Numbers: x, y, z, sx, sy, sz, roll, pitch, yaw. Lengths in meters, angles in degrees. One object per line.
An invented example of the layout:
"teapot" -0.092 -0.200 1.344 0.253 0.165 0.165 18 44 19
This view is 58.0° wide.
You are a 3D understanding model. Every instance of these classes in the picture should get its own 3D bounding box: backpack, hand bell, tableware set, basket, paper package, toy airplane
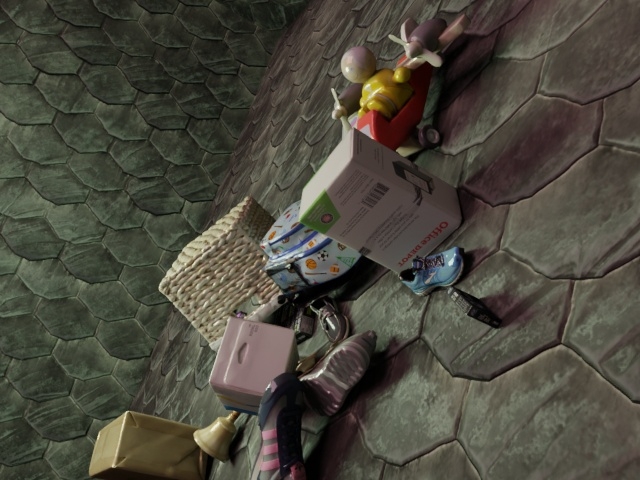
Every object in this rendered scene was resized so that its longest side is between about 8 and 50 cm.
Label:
"backpack" 0.000 0.000 1.458 0.263 0.213 0.276 -14 34 38
"hand bell" -0.247 0.504 1.689 0.242 0.126 0.126 -53 22 0
"tableware set" -0.011 0.284 1.329 0.020 0.141 0.169 50 140 20
"basket" -0.245 0.082 1.704 0.328 0.266 0.331 -38 14 14
"paper package" -0.544 0.687 1.860 0.325 0.309 0.168 -39 37 49
"toy airplane" 0.180 -0.408 1.425 0.386 0.272 0.384 -57 22 21

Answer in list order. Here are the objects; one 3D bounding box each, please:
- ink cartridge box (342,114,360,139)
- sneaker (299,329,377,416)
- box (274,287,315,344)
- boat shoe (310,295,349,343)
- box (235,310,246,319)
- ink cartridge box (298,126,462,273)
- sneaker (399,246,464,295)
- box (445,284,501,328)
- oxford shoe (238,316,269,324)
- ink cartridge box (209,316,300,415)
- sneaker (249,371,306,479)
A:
"ink cartridge box" 0.147 -0.373 1.749 0.209 0.062 0.109 -47 27 38
"sneaker" 0.045 0.293 1.263 0.115 0.105 0.281 -36 -10 -45
"box" -0.074 0.212 1.654 0.184 0.045 0.191 -43 31 49
"boat shoe" 0.014 0.194 1.436 0.075 0.065 0.206 -60 22 13
"box" -0.322 0.347 2.101 0.116 0.029 0.162 -34 38 52
"ink cartridge box" 0.122 -0.073 1.197 0.198 0.273 0.115 -48 25 37
"sneaker" 0.213 0.057 1.115 0.162 0.073 0.063 -41 31 46
"box" 0.255 0.110 0.968 0.018 0.067 0.083 -60 21 12
"oxford shoe" -0.251 0.314 1.798 0.169 0.130 0.449 -69 18 -9
"ink cartridge box" -0.152 0.320 1.419 0.233 0.168 0.171 87 -165 -61
"sneaker" -0.067 0.445 1.241 0.131 0.112 0.319 24 113 48
